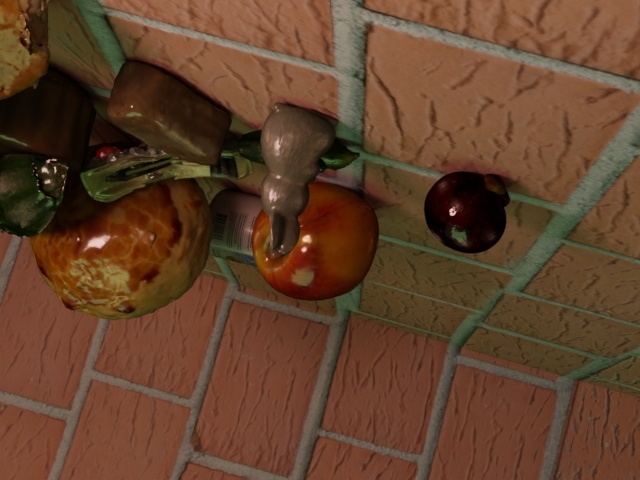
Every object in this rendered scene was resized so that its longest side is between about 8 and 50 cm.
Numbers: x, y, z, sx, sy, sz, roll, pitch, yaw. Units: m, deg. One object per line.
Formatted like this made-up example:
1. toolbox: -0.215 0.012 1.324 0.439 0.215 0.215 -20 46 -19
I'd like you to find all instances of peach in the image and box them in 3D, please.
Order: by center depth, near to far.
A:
1. peach: 0.000 0.000 2.138 0.281 0.238 0.281 -23 164 -7

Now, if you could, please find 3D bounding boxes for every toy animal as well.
1. toy animal: -0.060 -0.104 1.749 0.138 0.236 0.108 27 174 -32

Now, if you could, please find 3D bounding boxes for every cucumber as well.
1. cucumber: -0.040 -0.157 1.876 0.227 0.069 0.069 8 166 20
2. cucumber: -0.552 -0.087 1.971 0.105 0.145 0.325 10 170 -30

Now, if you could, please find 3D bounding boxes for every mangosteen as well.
1. mangosteen: 0.252 -0.054 1.806 0.152 0.153 0.152 16 168 3

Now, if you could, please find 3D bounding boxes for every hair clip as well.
1. hair clip: -0.293 -0.156 2.035 0.321 0.091 0.138 -8 152 -3

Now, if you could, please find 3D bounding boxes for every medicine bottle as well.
1. medicine bottle: -0.104 -0.012 2.385 0.288 0.157 0.157 14 168 15

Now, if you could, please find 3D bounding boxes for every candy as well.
1. candy: -0.252 -0.209 1.815 0.102 0.104 0.234 9 166 36

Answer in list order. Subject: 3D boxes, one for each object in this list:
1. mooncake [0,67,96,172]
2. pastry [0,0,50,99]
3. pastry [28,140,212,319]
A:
1. mooncake: -0.563 -0.234 1.987 0.290 0.161 0.290 15 170 3
2. pastry: -0.496 -0.295 1.492 0.235 0.121 0.257 3 136 -15
3. pastry: -0.421 -0.024 2.224 0.388 0.389 0.312 15 168 5
